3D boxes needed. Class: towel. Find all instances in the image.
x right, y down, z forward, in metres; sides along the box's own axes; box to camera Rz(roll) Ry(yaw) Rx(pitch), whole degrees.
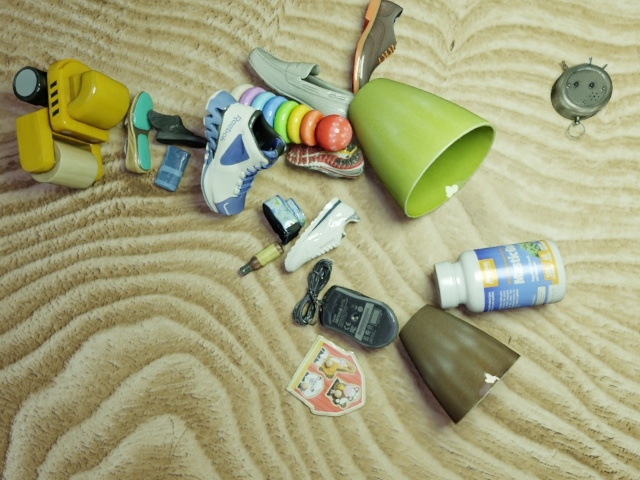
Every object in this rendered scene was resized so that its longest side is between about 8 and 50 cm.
[{"bbox_3d":[-0.415,-0.203,1.335,0.067,0.029,0.119,23,90,9],"label":"towel"}]

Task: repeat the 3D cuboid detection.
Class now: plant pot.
[{"bbox_3d":[0.211,-0.254,1.145,0.275,0.275,0.293,-42,66,4],"label":"plant pot"},{"bbox_3d":[0.304,0.268,1.125,0.230,0.215,0.215,43,94,24],"label":"plant pot"}]

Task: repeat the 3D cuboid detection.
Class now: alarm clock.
[{"bbox_3d":[0.639,-0.347,1.166,0.129,0.064,0.192,7,91,9],"label":"alarm clock"}]

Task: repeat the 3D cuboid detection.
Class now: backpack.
[{"bbox_3d":[-0.095,-0.063,1.243,0.084,0.105,0.114,-36,81,-17],"label":"backpack"}]

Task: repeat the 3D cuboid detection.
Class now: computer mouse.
[{"bbox_3d":[0.080,0.178,1.222,0.272,0.072,0.188,25,93,22],"label":"computer mouse"}]

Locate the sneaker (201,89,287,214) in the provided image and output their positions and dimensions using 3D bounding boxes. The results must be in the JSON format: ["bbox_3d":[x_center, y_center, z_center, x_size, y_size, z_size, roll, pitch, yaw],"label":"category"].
[{"bbox_3d":[-0.184,-0.191,1.168,0.182,0.127,0.315,19,125,18],"label":"sneaker"}]

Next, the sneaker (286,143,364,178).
[{"bbox_3d":[0.010,-0.204,1.242,0.225,0.092,0.088,17,71,26],"label":"sneaker"}]

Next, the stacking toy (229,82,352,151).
[{"bbox_3d":[-0.074,-0.300,1.196,0.330,0.141,0.141,18,90,24],"label":"stacking toy"}]

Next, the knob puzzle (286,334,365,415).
[{"bbox_3d":[0.031,0.370,1.233,0.213,0.030,0.213,-1,87,9],"label":"knob puzzle"}]

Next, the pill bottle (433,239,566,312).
[{"bbox_3d":[0.414,0.089,1.128,0.272,0.152,0.152,-9,86,8],"label":"pill bottle"}]

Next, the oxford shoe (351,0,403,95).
[{"bbox_3d":[0.145,-0.497,1.234,0.098,0.097,0.271,15,90,2],"label":"oxford shoe"}]

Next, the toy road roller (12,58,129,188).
[{"bbox_3d":[-0.646,-0.318,1.273,0.241,0.202,0.329,-8,85,18],"label":"toy road roller"}]

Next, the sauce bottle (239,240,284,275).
[{"bbox_3d":[-0.158,0.050,1.274,0.128,0.042,0.042,-32,83,4],"label":"sauce bottle"}]

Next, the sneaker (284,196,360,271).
[{"bbox_3d":[0.000,0.000,1.235,0.095,0.090,0.235,40,95,-1],"label":"sneaker"}]

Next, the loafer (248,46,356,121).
[{"bbox_3d":[-0.043,-0.417,1.239,0.319,0.112,0.111,34,124,2],"label":"loafer"}]

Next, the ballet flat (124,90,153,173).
[{"bbox_3d":[-0.520,-0.304,1.336,0.073,0.080,0.232,-1,85,24],"label":"ballet flat"}]

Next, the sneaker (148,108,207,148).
[{"bbox_3d":[-0.396,-0.312,1.324,0.170,0.051,0.089,5,73,-3],"label":"sneaker"}]
